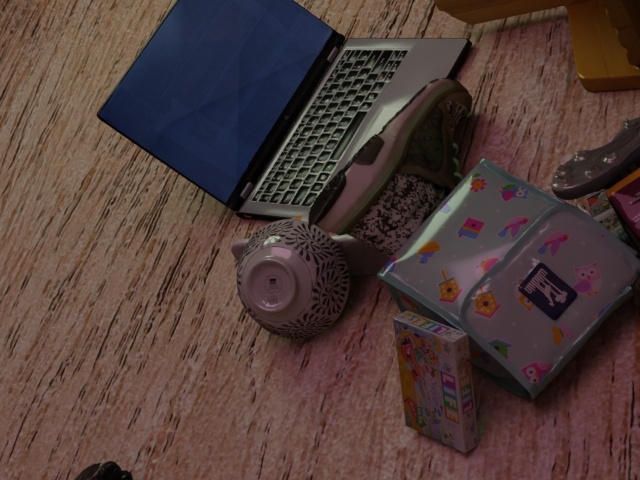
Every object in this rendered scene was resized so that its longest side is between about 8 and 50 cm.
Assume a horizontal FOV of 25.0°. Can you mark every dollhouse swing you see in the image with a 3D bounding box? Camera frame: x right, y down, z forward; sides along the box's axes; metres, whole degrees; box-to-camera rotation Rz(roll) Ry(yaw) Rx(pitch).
[{"bbox_3d":[0.264,-0.375,2.033,0.305,0.347,0.315,-18,43,21],"label":"dollhouse swing"}]

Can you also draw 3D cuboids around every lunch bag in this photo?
[{"bbox_3d":[0.239,0.052,1.784,0.223,0.160,0.262,-46,47,-10],"label":"lunch bag"}]

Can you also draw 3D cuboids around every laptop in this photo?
[{"bbox_3d":[-0.053,-0.248,2.235,0.408,0.236,0.382,7,56,41],"label":"laptop"}]

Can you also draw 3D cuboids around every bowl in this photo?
[{"bbox_3d":[-0.053,0.057,1.980,0.170,0.080,0.170,2,96,23],"label":"bowl"}]

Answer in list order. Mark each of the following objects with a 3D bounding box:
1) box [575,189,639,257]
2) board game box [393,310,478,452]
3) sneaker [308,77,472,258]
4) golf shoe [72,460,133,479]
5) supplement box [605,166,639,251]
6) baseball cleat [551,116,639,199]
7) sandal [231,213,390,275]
[{"bbox_3d":[0.440,-0.063,1.841,0.207,0.036,0.114,-33,39,5],"label":"box"},{"bbox_3d":[0.140,0.170,1.746,0.026,0.154,0.103,-26,29,-35],"label":"board game box"},{"bbox_3d":[0.137,-0.080,2.005,0.158,0.182,0.410,-46,1,41],"label":"sneaker"},{"bbox_3d":[-0.336,0.386,1.958,0.094,0.077,0.198,-1,43,50],"label":"golf shoe"},{"bbox_3d":[0.426,0.007,1.699,0.081,0.104,0.188,-34,52,6],"label":"supplement box"},{"bbox_3d":[0.366,-0.078,1.780,0.206,0.109,0.072,-32,31,-30],"label":"baseball cleat"},{"bbox_3d":[0.004,0.007,2.058,0.265,0.102,0.076,-4,47,23],"label":"sandal"}]
